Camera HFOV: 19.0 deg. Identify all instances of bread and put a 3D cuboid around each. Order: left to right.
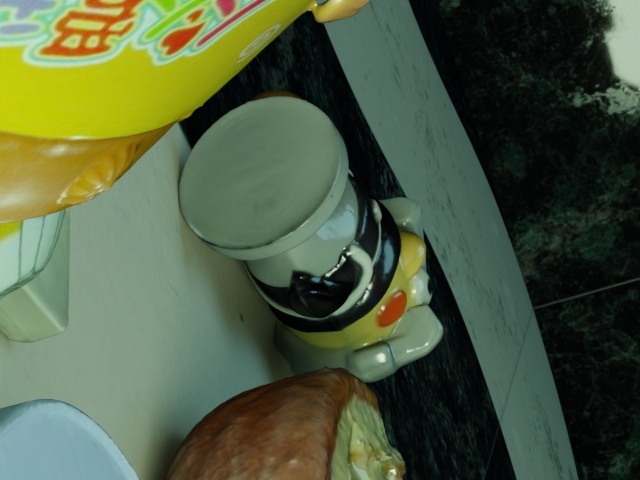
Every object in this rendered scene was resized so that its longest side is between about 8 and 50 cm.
[{"bbox_3d":[-0.016,0.173,1.069,0.244,0.123,0.190,-85,154,-62],"label":"bread"}]

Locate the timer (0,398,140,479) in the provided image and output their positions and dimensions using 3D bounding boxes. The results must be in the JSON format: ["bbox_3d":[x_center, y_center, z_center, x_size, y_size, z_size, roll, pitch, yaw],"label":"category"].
[{"bbox_3d":[-0.092,0.250,0.516,0.395,0.173,0.395,-17,90,-79],"label":"timer"}]

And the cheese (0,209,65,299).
[{"bbox_3d":[-0.144,0.010,0.643,0.069,0.177,0.270,50,-5,-1],"label":"cheese"}]

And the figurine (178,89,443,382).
[{"bbox_3d":[0.000,0.000,1.348,0.236,0.133,0.176,52,27,-51],"label":"figurine"}]

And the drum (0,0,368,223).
[{"bbox_3d":[-0.128,-0.222,0.510,0.431,0.214,0.431,39,25,-22],"label":"drum"}]

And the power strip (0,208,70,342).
[{"bbox_3d":[-0.165,-0.029,0.873,0.192,0.035,0.081,58,20,-49],"label":"power strip"}]
